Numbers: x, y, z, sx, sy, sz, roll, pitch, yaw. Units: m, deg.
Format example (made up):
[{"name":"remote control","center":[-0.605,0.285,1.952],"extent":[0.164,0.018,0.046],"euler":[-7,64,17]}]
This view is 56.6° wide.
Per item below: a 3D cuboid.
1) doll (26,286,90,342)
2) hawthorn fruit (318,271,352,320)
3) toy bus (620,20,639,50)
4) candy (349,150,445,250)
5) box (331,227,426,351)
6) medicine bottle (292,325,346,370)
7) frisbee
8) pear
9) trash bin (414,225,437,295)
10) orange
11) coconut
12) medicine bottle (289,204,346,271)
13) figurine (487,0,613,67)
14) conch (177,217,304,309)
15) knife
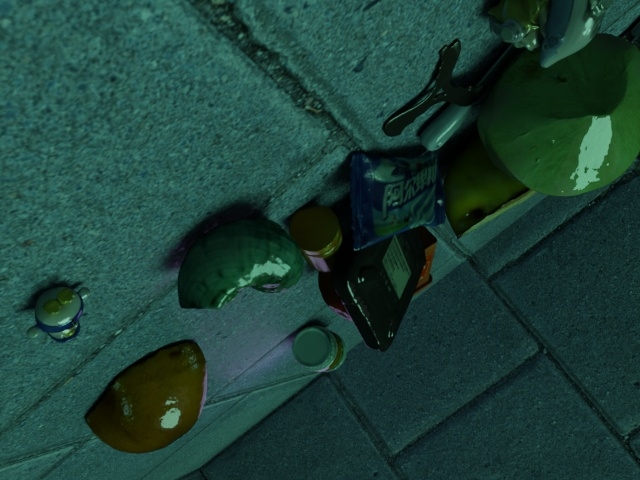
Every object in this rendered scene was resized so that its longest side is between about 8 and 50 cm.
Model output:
[{"name":"doll","center":[-0.363,0.106,0.827],"extent":[0.099,0.058,0.143],"euler":[-44,175,-33]},{"name":"hawthorn fruit","center":[0.098,0.119,1.507],"extent":[0.207,0.207,0.243],"euler":[-34,157,-11]},{"name":"toy bus","center":[0.791,-0.449,1.573],"extent":[0.138,0.097,0.342],"euler":[-26,161,-39]},{"name":"candy","center":[0.158,-0.096,1.178],"extent":[0.077,0.187,0.331],"euler":[2,-170,43]},{"name":"box","center":[0.136,0.058,1.284],"extent":[0.288,0.073,0.290],"euler":[-61,142,-31]},{"name":"medicine bottle","center":[-0.002,0.394,2.143],"extent":[0.158,0.158,0.318],"euler":[-37,163,1]},{"name":"frisbee","center":[0.210,-0.267,1.014],"extent":[0.211,0.012,0.187],"euler":[-21,152,-17]},{"name":"pear","center":[0.428,-0.168,1.436],"extent":[0.387,0.191,0.340],"euler":[-20,164,-44]},{"name":"trash bin","center":[0.220,0.042,1.658],"extent":[0.161,0.184,0.238],"euler":[-30,151,-22]},{"name":"orange","center":[-0.393,0.358,1.386],"extent":[0.274,0.274,0.310],"euler":[-7,115,-59]},{"name":"coconut","center":[0.453,-0.235,1.107],"extent":[0.328,0.281,0.328],"euler":[-33,-170,6]},{"name":"medicine bottle","center":[0.000,0.000,1.194],"extent":[0.096,0.096,0.192],"euler":[-36,163,-3]},{"name":"figurine","center":[0.329,-0.352,0.861],"extent":[0.128,0.184,0.208],"euler":[-33,126,-25]},{"name":"conch","center":[-0.123,0.029,0.978],"extent":[0.196,0.134,0.202],"euler":[1,-172,27]},{"name":"knife","center":[0.311,-0.301,1.124],"extent":[0.331,0.044,0.080],"euler":[-49,164,24]}]
